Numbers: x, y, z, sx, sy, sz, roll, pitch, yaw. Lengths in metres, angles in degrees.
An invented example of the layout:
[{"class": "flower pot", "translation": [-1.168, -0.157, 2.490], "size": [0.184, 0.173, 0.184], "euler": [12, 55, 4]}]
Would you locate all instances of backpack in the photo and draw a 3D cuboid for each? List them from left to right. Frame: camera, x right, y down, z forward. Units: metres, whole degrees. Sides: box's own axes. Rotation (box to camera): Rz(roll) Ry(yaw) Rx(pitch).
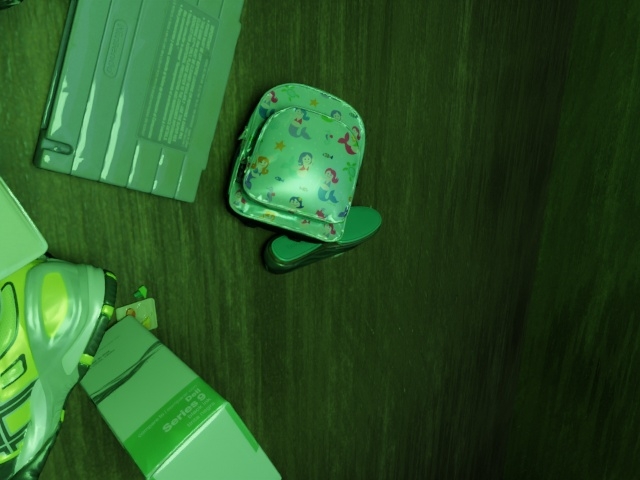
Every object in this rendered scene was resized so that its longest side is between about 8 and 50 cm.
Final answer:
[{"class": "backpack", "translation": [-0.036, -0.139, 0.775], "size": [0.225, 0.191, 0.253], "euler": [18, 80, -15]}]

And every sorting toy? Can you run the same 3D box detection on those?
[{"class": "sorting toy", "translation": [-0.302, 0.117, 0.729], "size": [0.062, 0.012, 0.083], "euler": [-15, 113, -40]}]

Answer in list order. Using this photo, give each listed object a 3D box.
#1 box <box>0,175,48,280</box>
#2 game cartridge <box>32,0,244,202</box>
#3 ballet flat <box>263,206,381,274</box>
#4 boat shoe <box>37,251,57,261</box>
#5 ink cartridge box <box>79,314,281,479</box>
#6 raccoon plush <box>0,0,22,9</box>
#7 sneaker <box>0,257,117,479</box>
[{"class": "box", "translation": [-0.387, 0.000, 0.379], "size": [0.148, 0.311, 0.121], "euler": [-46, 122, -43]}, {"class": "game cartridge", "translation": [-0.245, -0.248, 0.643], "size": [0.230, 0.068, 0.355], "euler": [13, 93, -49]}, {"class": "ballet flat", "translation": [0.000, 0.000, 0.934], "size": [0.281, 0.095, 0.096], "euler": [-18, 156, -29]}, {"class": "boat shoe", "translation": [-0.402, 0.020, 0.565], "size": [0.066, 0.066, 0.183], "euler": [-52, 132, -18]}, {"class": "ink cartridge box", "translation": [-0.219, 0.262, 0.651], "size": [0.121, 0.289, 0.211], "euler": [-41, 132, -27]}, {"class": "raccoon plush", "translation": [-0.381, -0.297, 0.274], "size": [0.216, 0.446, 0.299], "euler": [-18, 118, -10]}, {"class": "sneaker", "translation": [-0.392, 0.198, 0.542], "size": [0.147, 0.145, 0.384], "euler": [25, 79, -28]}]
